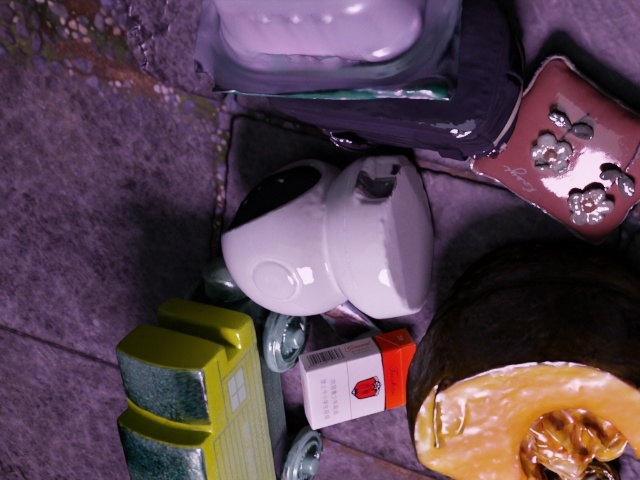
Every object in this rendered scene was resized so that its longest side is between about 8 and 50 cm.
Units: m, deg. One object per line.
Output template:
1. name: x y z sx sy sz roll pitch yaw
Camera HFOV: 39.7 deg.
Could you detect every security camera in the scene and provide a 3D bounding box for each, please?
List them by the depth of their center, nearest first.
1. security camera: 0.000 0.000 1.044 0.236 0.194 0.195 -4 118 26

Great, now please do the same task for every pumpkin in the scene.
1. pumpkin: 0.251 0.145 1.024 0.256 0.225 0.303 44 119 -14

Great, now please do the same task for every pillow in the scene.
1. pillow: 0.272 -0.090 0.950 0.179 0.075 0.171 33 127 1

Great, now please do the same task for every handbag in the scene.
1. handbag: 0.082 -0.179 0.909 0.254 0.181 0.181 9 92 18

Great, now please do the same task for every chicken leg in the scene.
1. chicken leg: 0.326 0.345 1.206 0.093 0.070 0.178 24 143 -24

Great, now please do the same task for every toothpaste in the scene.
1. toothpaste: -0.002 0.064 1.178 0.062 0.037 0.216 -29 111 36

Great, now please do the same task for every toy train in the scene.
1. toy train: -0.132 0.247 1.190 0.179 0.272 0.442 11 125 26

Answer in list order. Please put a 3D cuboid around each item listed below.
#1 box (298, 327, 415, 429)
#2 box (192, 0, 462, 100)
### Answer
1. box: 0.052 0.183 1.177 0.152 0.048 0.100 -14 123 -14
2. box: 0.004 -0.301 0.797 0.264 0.106 0.337 5 83 18
